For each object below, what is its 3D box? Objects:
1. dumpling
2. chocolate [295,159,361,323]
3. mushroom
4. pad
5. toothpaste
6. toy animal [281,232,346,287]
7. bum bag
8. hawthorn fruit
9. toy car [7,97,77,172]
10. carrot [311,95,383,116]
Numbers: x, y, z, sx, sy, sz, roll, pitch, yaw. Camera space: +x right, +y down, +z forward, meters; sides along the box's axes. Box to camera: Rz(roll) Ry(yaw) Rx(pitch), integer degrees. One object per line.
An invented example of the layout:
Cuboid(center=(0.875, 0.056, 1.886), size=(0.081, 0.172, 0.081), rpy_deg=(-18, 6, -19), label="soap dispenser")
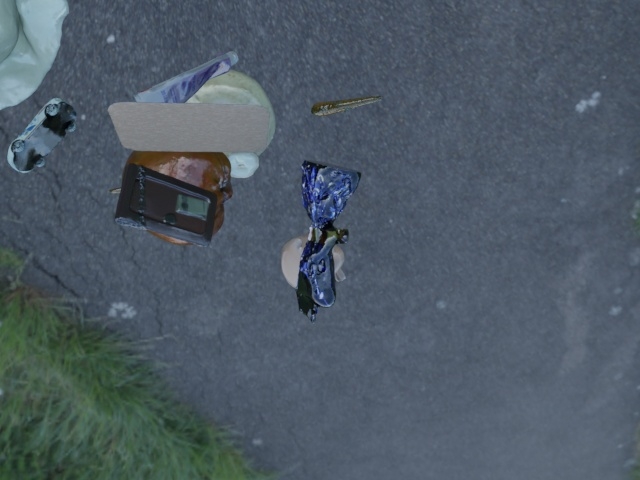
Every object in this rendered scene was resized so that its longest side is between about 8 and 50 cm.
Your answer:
Cuboid(center=(-0.490, -0.284, 0.788), size=(0.318, 0.187, 0.243), rpy_deg=(-51, 134, -26), label="dumpling")
Cuboid(center=(0.001, 0.004, 1.237), size=(0.126, 0.148, 0.344), rpy_deg=(8, 91, -45), label="chocolate")
Cuboid(center=(-0.267, -0.349, 1.822), size=(0.315, 0.356, 0.315), rpy_deg=(-49, 164, -19), label="mushroom")
Cuboid(center=(-0.225, -0.196, 1.052), size=(0.266, 0.002, 0.176), rpy_deg=(0, 162, -8), label="pad")
Cuboid(center=(-0.291, -0.355, 1.345), size=(0.301, 0.048, 0.075), rpy_deg=(-45, 151, -37), label="toothpaste")
Cuboid(center=(-0.024, 0.053, 2.011), size=(0.256, 0.195, 0.213), rpy_deg=(-28, 148, -53), label="toy animal")
Cuboid(center=(-0.246, -0.054, 0.966), size=(0.159, 0.109, 0.026), rpy_deg=(20, 147, -27), label="bum bag")
Cuboid(center=(-0.367, -0.131, 1.443), size=(0.298, 0.277, 0.277), rpy_deg=(1, 131, 4), label="hawthorn fruit")
Cuboid(center=(-0.676, -0.255, 1.449), size=(0.205, 0.056, 0.095), rpy_deg=(-50, 161, -7), label="toy car")
Cuboid(center=(0.081, -0.425, 1.871), size=(0.254, 0.049, 0.049), rpy_deg=(-4, 139, 31), label="carrot")
